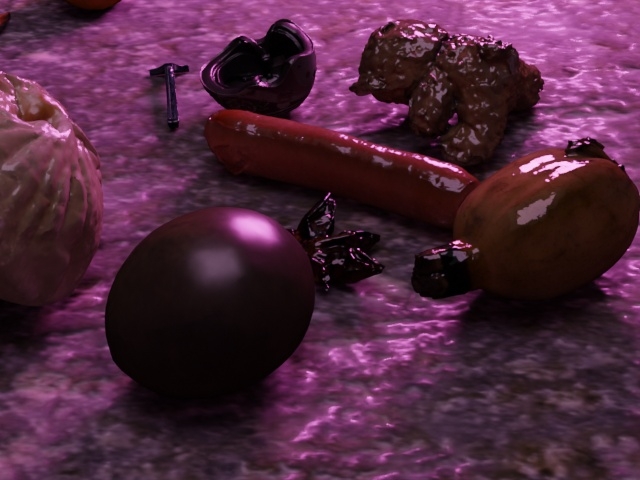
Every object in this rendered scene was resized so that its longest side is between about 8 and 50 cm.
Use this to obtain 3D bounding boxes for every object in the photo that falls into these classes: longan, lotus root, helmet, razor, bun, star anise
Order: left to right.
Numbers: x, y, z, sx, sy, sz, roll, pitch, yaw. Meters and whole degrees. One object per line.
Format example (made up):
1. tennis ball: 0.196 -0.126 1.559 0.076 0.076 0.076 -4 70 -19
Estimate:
1. bun: -0.407 -0.090 1.664 0.349 0.227 0.352 40 11 13
2. razor: -0.233 -0.230 2.095 0.066 0.033 0.190 -6 37 -4
3. longan: -0.117 0.070 1.535 0.246 0.215 0.246 -4 -4 0
4. helmet: -0.082 -0.242 2.045 0.177 0.107 0.153 -23 40 5
5. star anise: 0.001 0.003 1.741 0.212 0.053 0.157 17 41 28
6. lotus root: 0.248 -0.006 1.642 0.310 0.183 0.183 -26 42 -26

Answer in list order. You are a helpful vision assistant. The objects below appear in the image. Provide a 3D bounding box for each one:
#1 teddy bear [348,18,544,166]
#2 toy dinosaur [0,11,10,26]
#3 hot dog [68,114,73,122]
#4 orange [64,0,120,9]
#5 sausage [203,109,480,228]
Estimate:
1. teddy bear: 0.175 -0.239 1.980 0.256 0.156 0.267 13 40 24
2. toy dinosaur: -0.598 -0.338 2.247 0.101 0.055 0.279 34 43 9
3. hot dog: -0.443 -0.138 1.962 0.191 0.059 0.108 -19 41 -20
4. orange: -0.398 -0.465 2.355 0.156 0.124 0.156 -5 19 2
5. sausage: 0.024 -0.101 1.853 0.418 0.094 0.094 16 10 24
